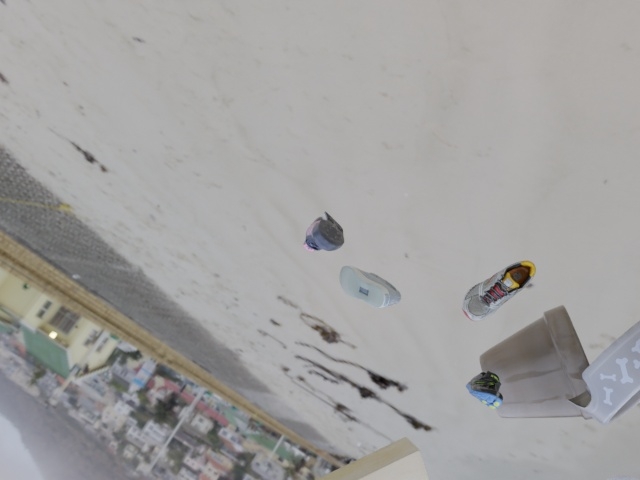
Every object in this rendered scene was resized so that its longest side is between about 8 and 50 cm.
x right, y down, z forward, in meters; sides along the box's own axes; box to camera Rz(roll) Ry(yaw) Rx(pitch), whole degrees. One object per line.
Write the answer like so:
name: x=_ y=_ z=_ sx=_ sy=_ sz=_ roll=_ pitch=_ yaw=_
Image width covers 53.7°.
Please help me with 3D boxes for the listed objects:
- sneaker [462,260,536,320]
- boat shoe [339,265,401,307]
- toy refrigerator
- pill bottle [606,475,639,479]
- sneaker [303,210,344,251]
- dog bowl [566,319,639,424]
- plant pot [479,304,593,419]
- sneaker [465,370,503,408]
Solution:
sneaker: x=0.454 y=0.119 z=1.613 sx=0.088 sy=0.225 sz=0.093 roll=50 pitch=170 yaw=14
boat shoe: x=0.137 y=0.130 z=1.748 sx=0.081 sy=0.079 sz=0.227 roll=3 pitch=-165 yaw=-33
toy refrigerator: x=0.120 y=0.592 z=1.543 sx=0.094 sy=0.269 sz=0.102 roll=-162 pitch=52 yaw=-73
pill bottle: x=0.827 y=0.805 z=1.663 sx=0.176 sy=0.318 sz=0.176 roll=17 pitch=147 yaw=12
sneaker: x=0.000 y=0.000 z=2.056 sx=0.112 sy=0.131 sz=0.319 roll=46 pitch=-169 yaw=-4
dog bowl: x=0.735 y=0.290 z=1.461 sx=0.102 sy=0.349 sz=0.349 roll=49 pitch=174 yaw=31
plant pot: x=0.623 y=0.378 z=1.821 sx=0.280 sy=0.323 sz=0.323 roll=-20 pitch=140 yaw=16
sneaker: x=0.413 y=0.364 z=1.574 sx=0.067 sy=0.078 sz=0.188 roll=38 pitch=180 yaw=2
